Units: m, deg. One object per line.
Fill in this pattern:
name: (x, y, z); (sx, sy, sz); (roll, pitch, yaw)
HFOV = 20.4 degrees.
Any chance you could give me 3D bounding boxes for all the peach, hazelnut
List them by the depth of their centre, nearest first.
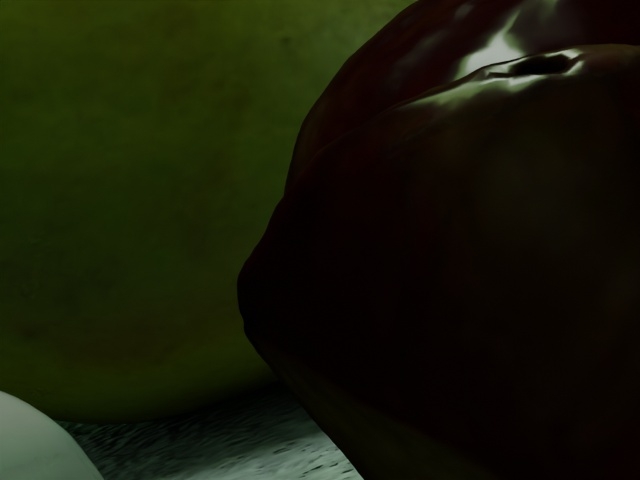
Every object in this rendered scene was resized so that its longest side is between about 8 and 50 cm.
hazelnut: (0.065, 0.001, 0.490); (0.170, 0.160, 0.201); (-16, 15, 4)
peach: (-0.072, -0.066, 0.772); (0.316, 0.314, 0.281); (6, 41, -9)

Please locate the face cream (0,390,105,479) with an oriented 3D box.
face cream: (-0.191, 0.122, 0.398); (0.102, 0.102, 0.345); (-9, 12, 43)
